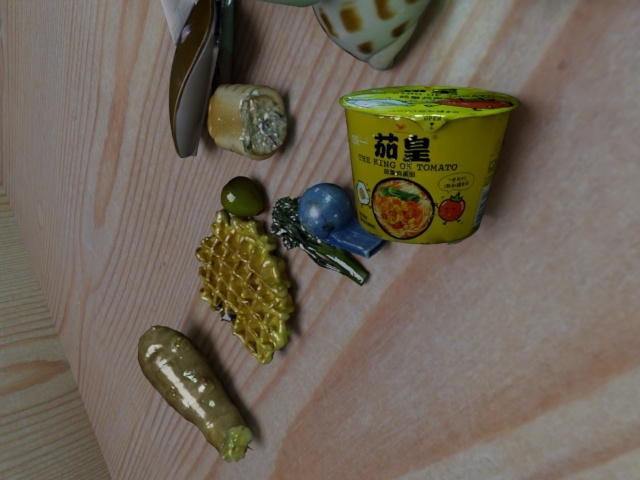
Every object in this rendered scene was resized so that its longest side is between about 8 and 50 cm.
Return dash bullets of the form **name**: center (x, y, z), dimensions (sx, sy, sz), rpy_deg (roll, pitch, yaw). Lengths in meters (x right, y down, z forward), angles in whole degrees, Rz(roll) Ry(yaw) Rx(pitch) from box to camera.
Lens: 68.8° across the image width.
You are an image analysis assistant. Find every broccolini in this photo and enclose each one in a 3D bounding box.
- **broccolini**: center (-0.009, 0.000, 0.737), dimensions (0.202, 0.068, 0.091), rpy_deg (37, 106, 35)

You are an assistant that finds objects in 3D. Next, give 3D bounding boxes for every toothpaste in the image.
- **toothpaste**: center (-0.175, -0.360, 0.855), dimensions (0.056, 0.036, 0.205), rpy_deg (35, 122, 53)

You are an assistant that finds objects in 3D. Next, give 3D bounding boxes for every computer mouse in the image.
- **computer mouse**: center (-0.238, -0.288, 0.856), dimensions (0.310, 0.071, 0.158), rpy_deg (125, 145, -51)

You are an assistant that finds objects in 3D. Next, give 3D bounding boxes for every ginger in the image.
- **ginger**: center (-0.311, 0.371, 1.089), dimensions (0.236, 0.166, 0.376), rpy_deg (-52, 56, 31)

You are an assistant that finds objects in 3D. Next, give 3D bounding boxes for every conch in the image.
- **conch**: center (0.059, -0.333, 0.517), dimensions (0.182, 0.148, 0.275), rpy_deg (31, 123, 34)

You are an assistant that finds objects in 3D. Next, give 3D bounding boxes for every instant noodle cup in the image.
- **instant noodle cup**: center (0.111, -0.084, 0.514), dimensions (0.182, 0.182, 0.144), rpy_deg (24, 125, 42)

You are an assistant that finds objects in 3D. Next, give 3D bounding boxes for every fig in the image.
- **fig**: center (-0.140, -0.076, 0.861), dimensions (0.088, 0.074, 0.074), rpy_deg (35, 126, 14)

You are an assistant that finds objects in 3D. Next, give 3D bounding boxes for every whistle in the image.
- **whistle**: center (0.020, -0.039, 0.681), dimensions (0.157, 0.090, 0.091), rpy_deg (21, 114, 43)

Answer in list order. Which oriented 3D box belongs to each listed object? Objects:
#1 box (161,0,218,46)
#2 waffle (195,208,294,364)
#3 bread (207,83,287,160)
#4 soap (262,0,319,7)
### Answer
- **box**: center (-0.256, -0.464, 0.896), dimensions (0.130, 0.051, 0.129), rpy_deg (-28, 78, 53)
- **waffle**: center (-0.153, 0.089, 0.919), dimensions (0.283, 0.065, 0.310), rpy_deg (-21, 80, 46)
- **bread**: center (-0.127, -0.208, 0.800), dimensions (0.177, 0.084, 0.120), rpy_deg (26, 116, 42)
- **soap**: center (-0.040, -0.377, 0.405), dimensions (0.172, 0.095, 0.290), rpy_deg (33, 122, 14)
